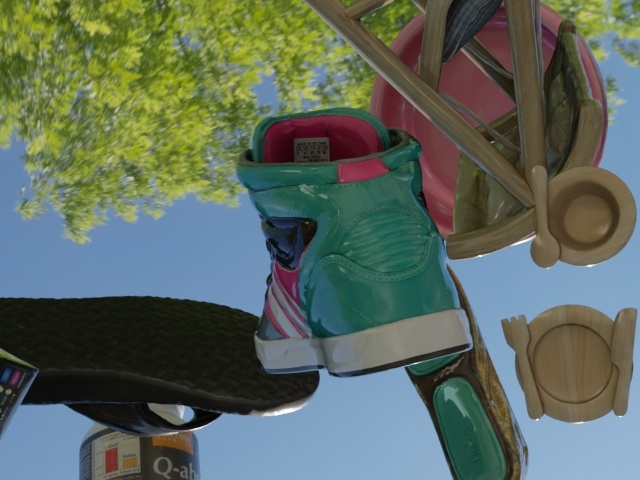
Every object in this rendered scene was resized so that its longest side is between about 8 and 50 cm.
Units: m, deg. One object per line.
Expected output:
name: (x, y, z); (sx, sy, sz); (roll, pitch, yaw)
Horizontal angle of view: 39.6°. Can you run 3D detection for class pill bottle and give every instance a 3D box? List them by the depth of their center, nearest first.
pill bottle: (-0.241, 0.328, 1.191); (0.162, 0.162, 0.278); (4, -130, -19)

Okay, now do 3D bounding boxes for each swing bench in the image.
swing bench: (0.135, -0.162, 0.745); (0.165, 0.253, 0.254); (-24, -68, 21)

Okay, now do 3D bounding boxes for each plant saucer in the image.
plant saucer: (0.220, -0.156, 1.166); (0.084, 0.332, 0.332); (-11, -83, -51)

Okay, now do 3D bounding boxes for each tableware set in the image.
tableware set: (0.176, 0.028, 0.464); (0.020, 0.169, 0.141); (14, -102, -59)

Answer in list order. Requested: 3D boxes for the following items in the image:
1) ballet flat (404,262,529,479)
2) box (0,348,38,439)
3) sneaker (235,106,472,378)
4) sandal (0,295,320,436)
ballet flat: (0.184, 0.179, 1.180); (0.123, 0.123, 0.348); (-8, -118, -18)
box: (-0.194, 0.066, 0.435); (0.062, 0.083, 0.052); (22, -101, 22)
sneaker: (0.000, 0.000, 0.628); (0.124, 0.295, 0.178); (-11, -94, -19)
sandal: (-0.226, 0.143, 0.985); (0.446, 0.167, 0.107); (6, -56, -12)
